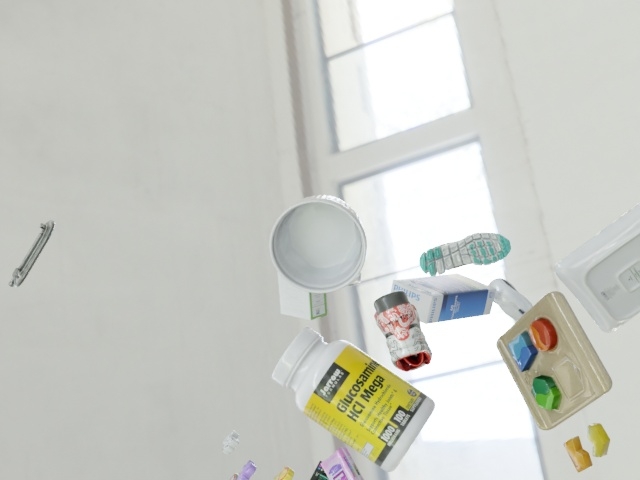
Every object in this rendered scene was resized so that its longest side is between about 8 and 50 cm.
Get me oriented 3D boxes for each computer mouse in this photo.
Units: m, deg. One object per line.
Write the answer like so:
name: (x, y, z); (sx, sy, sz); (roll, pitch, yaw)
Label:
computer mouse: (0.518, 0.178, 2.392); (0.193, 0.106, 0.042); (40, -167, -2)

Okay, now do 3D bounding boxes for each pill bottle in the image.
pill bottle: (0.068, 0.339, 1.989); (0.334, 0.188, 0.188); (33, -157, 11)

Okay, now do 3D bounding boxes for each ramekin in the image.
ramekin: (0.000, 0.000, 1.940); (0.109, 0.207, 0.207); (-67, -44, -71)

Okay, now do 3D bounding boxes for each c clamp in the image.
c clamp: (-0.542, 0.024, 1.698); (0.022, 0.160, 0.137); (32, -175, -22)

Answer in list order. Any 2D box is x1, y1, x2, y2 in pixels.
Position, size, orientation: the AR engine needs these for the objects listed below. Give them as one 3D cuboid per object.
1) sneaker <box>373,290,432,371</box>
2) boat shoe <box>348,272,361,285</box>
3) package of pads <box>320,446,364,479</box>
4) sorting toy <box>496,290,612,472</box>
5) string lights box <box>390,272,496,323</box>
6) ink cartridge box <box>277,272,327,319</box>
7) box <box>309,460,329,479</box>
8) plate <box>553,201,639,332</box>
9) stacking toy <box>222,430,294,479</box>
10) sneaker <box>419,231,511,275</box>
sneaker: (0.170, 0.200, 1.848); (0.270, 0.090, 0.145); (58, -168, -73)
boat shoe: (0.017, 0.083, 2.354); (0.063, 0.184, 0.066); (72, -156, -65)
package of pads: (0.040, 0.399, 1.542); (0.032, 0.050, 0.083); (4, -133, -51)
sorting toy: (0.455, 0.277, 1.727); (0.041, 0.229, 0.307); (-12, -115, -28)
string lights box: (0.309, 0.143, 2.289); (0.260, 0.133, 0.076); (-3, -71, -43)
ink cartridge box: (-0.046, 0.079, 2.177); (0.062, 0.109, 0.209); (-15, -74, -42)
box: (-0.002, 0.633, 2.377); (0.083, 0.052, 0.062); (-56, -10, -47)
plate: (0.726, 0.073, 2.120); (0.277, 0.278, 0.045); (45, -166, -30)
stacking toy: (-0.190, 0.546, 2.010); (0.167, 0.221, 0.052); (38, -169, -14)
sneaker: (0.264, 0.019, 1.661); (0.076, 0.167, 0.065); (-31, -70, -79)
